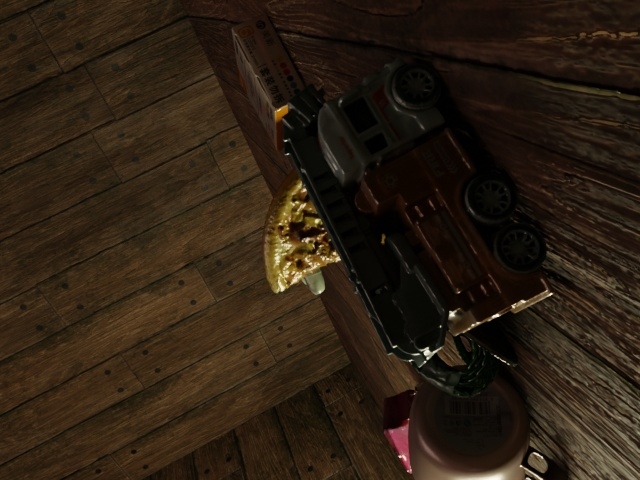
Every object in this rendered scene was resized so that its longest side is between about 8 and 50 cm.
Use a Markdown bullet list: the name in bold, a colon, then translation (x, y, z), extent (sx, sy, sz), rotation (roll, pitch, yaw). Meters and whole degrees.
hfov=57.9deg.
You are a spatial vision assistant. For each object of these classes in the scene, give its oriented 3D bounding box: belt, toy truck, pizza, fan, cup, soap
- **belt**: translation (0.197, 0.162, 0.855), extent (0.079, 0.121, 0.151), rotation (40, -167, -47)
- **toy truck**: translation (0.084, -0.046, 0.637), extent (0.338, 0.184, 0.133), rotation (61, 172, 14)
- **pizza**: translation (-0.045, -0.038, 1.293), extent (0.258, 0.268, 0.087), rotation (61, -176, -21)
- **fan**: translation (0.151, 0.050, 0.785), extent (0.223, 0.012, 0.294), rotation (26, -159, -42)
- **cup**: translation (0.257, 0.323, 0.900), extent (0.252, 0.191, 0.200), rotation (24, 150, 27)
- **soap**: translation (0.252, 0.496, 1.581), extent (0.162, 0.099, 0.250), rotation (58, -164, -8)

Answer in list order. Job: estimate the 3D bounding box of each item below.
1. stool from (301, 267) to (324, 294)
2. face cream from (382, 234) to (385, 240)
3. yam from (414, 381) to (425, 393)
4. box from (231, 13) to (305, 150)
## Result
- **stool**: translation (0.000, 0.000, 1.469), extent (0.199, 0.195, 0.195), rotation (60, 174, -12)
- **face cream**: translation (0.114, -0.040, 0.884), extent (0.078, 0.078, 0.273), rotation (63, 173, 0)
- **yam**: translation (0.324, 0.500, 1.562), extent (0.264, 0.046, 0.046), rotation (64, 173, -12)
- **box**: translation (-0.112, -0.351, 1.335), extent (0.221, 0.091, 0.274), rotation (62, 173, 9)
